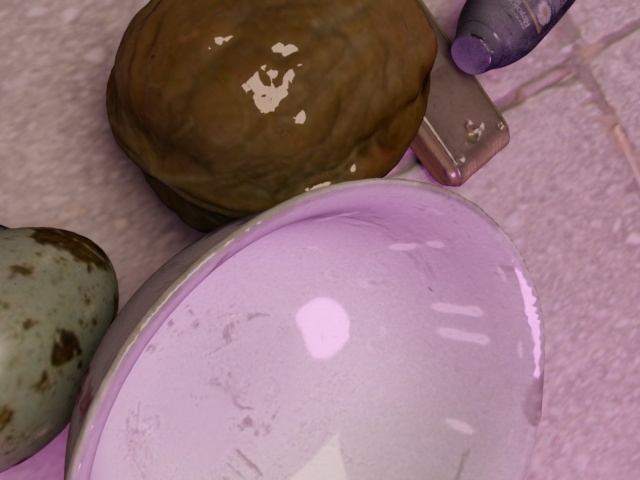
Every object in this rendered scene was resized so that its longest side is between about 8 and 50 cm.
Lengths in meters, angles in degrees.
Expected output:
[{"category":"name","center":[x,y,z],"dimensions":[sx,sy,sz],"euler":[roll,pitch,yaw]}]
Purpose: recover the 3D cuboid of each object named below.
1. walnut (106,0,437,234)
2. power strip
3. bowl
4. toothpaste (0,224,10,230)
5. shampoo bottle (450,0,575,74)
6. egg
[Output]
[{"category":"walnut","center":[-0.043,-0.134,0.907],"dimensions":[0.283,0.227,0.282],"euler":[2,53,-3]},{"category":"power strip","center":[0.044,-0.225,1.049],"dimensions":[0.092,0.066,0.387],"euler":[-41,101,-22]},{"category":"bowl","center":[-0.040,0.139,0.847],"dimensions":[0.435,0.196,0.434],"euler":[-14,113,-34]},{"category":"toothpaste","center":[-0.287,-0.008,0.886],"dimensions":[0.140,0.021,0.037],"euler":[27,71,-20]},{"category":"shampoo bottle","center":[0.203,-0.242,1.095],"dimensions":[0.087,0.049,0.233],"euler":[50,51,-11]},{"category":"egg","center":[-0.247,0.077,0.810],"dimensions":[0.169,0.169,0.231],"euler":[50,55,-10]}]
